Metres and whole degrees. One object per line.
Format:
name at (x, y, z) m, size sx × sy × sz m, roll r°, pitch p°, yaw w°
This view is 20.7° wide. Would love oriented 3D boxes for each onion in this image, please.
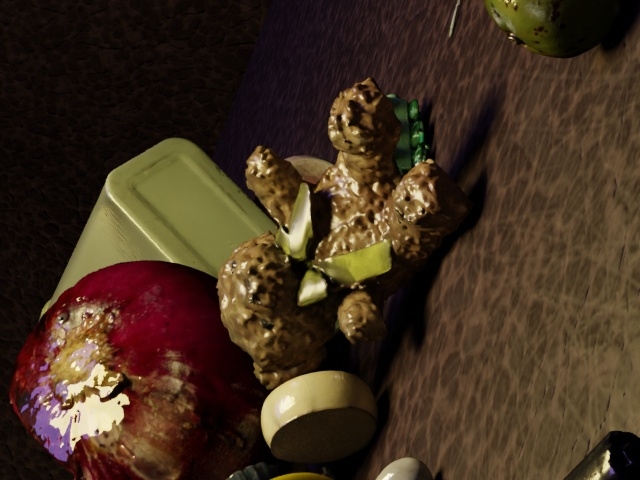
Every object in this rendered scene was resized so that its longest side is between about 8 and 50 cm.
onion at (-0.164, 0.165, 1.936) m, size 0.260 × 0.282 × 0.337 m, roll -50°, pitch 42°, yaw -3°

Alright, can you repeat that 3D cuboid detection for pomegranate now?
pomegranate at (0.196, -0.212, 1.381) m, size 0.142 × 0.114 × 0.114 m, roll -49°, pitch 11°, yaw 2°

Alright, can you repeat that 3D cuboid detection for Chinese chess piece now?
Chinese chess piece at (-0.001, 0.184, 1.813) m, size 0.122 × 0.122 × 0.051 m, roll 116°, pitch 149°, yaw -48°

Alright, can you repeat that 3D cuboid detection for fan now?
fan at (0.165, -0.294, 1.984) m, size 0.085 × 0.005 × 0.133 m, roll -134°, pitch 61°, yaw -79°

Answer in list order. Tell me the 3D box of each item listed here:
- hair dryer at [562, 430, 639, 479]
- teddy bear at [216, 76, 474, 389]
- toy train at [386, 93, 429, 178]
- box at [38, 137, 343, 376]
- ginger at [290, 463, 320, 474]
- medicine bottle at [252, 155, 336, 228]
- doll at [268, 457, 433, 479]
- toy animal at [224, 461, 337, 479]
hair dryer at (0.133, 0.211, 1.119) m, size 0.197 × 0.089 × 0.251 m, roll -85°, pitch 20°, yaw -50°
teddy bear at (-0.001, -0.003, 1.756) m, size 0.246 × 0.222 × 0.296 m, roll 54°, pitch 163°, yaw 17°
toy train at (0.080, -0.092, 1.969) m, size 0.178 × 0.071 × 0.104 m, roll -90°, pitch 7°, yaw -55°
box at (-0.163, 0.101, 2.224) m, size 0.177 × 0.352 × 0.344 m, roll -34°, pitch -16°, yaw -38°
ginger at (-0.006, 0.276, 1.969) m, size 0.030 × 0.048 × 0.097 m, roll 43°, pitch 159°, yaw 37°
medicine bottle at (-0.038, 0.006, 2.272) m, size 0.247 × 0.147 × 0.147 m, roll 119°, pitch 164°, yaw -53°
doll at (-0.029, 0.343, 1.583) m, size 0.311 × 0.159 × 0.243 m, roll -49°, pitch 26°, yaw -23°
toy animal at (-0.048, 0.323, 1.748) m, size 0.179 × 0.218 × 0.116 m, roll 59°, pitch 155°, yaw 15°
